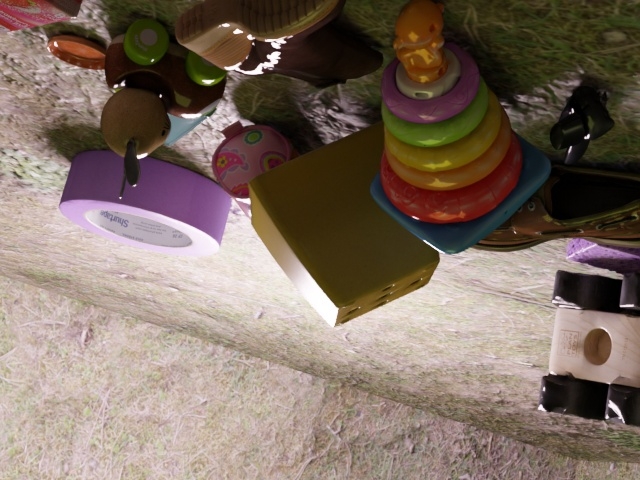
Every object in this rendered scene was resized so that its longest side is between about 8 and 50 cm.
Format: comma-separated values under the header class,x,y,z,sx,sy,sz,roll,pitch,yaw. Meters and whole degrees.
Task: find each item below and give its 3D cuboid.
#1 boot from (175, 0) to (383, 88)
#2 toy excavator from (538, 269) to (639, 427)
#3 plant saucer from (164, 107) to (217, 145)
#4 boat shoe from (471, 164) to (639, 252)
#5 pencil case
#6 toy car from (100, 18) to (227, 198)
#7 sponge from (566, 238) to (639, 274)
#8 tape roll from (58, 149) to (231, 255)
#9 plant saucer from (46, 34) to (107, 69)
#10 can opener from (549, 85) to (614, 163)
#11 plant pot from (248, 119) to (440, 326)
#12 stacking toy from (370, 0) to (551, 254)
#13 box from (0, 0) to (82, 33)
class,x,y,z,sx,sy,sz,roll,pitch,yaw
boot,-0.006,-0.222,1.299,0.207,0.090,0.248,10,169,-41
toy excavator,0.535,0.183,1.991,0.445,0.222,0.433,10,176,-32
plant saucer,-0.208,-0.167,1.744,0.067,0.018,0.192,19,163,-21
boat shoe,0.289,-0.054,1.588,0.307,0.110,0.104,-3,157,18
pencil case,-0.061,-0.071,1.790,0.124,0.124,0.284,8,163,20
toy car,-0.202,-0.144,1.489,0.149,0.188,0.155,17,165,-14
sponge,0.482,0.031,1.848,0.210,0.031,0.117,15,166,-10
tape roll,-0.291,-0.059,2.075,0.275,0.090,0.275,11,165,3
plant saucer,-0.303,-0.239,1.569,0.084,0.013,0.083,12,166,3
can opener,0.286,-0.129,1.398,0.073,0.059,0.186,-15,172,3
plant pot,0.044,-0.010,1.601,0.212,0.187,0.212,-25,168,-8
stacking toy,0.123,-0.145,1.326,0.166,0.175,0.302,41,165,35
box,-0.342,-0.305,1.145,0.128,0.122,0.257,0,160,42
